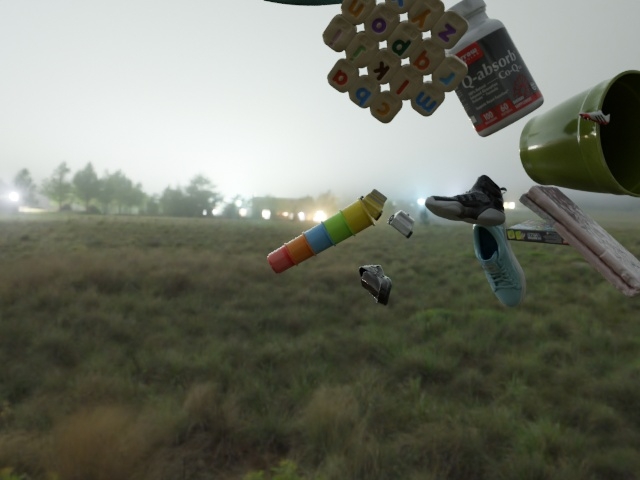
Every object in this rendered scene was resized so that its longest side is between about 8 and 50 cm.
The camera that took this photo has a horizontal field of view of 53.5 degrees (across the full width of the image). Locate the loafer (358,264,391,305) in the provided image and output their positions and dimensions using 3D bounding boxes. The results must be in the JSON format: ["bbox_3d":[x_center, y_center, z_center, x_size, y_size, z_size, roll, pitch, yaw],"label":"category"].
[{"bbox_3d":[0.161,0.136,1.946,0.078,0.080,0.220,8,15,-10],"label":"loafer"}]

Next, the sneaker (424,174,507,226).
[{"bbox_3d":[0.486,-0.144,2.110,0.268,0.153,0.101,12,-17,4],"label":"sneaker"}]

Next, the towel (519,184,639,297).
[{"bbox_3d":[0.612,-0.004,1.450,0.317,0.053,0.332,48,24,19],"label":"towel"}]

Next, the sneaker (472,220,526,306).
[{"bbox_3d":[0.603,0.081,2.214,0.135,0.366,0.150,-15,10,42],"label":"sneaker"}]

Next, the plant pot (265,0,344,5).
[{"bbox_3d":[-0.013,-0.590,1.354,0.234,0.166,0.165,-5,27,7],"label":"plant pot"}]

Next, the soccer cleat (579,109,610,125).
[{"bbox_3d":[0.740,-0.337,1.713,0.083,0.036,0.029,18,4,0],"label":"soccer cleat"}]

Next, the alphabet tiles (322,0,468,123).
[{"bbox_3d":[0.150,-0.380,1.287,0.284,0.278,0.021,34,38,-8],"label":"alphabet tiles"}]

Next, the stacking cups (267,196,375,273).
[{"bbox_3d":[0.000,0.000,1.805,0.316,0.096,0.096,-32,0,5],"label":"stacking cups"}]

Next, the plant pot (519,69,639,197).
[{"bbox_3d":[0.824,-0.304,1.968,0.366,0.367,0.353,0,-1,-30],"label":"plant pot"}]

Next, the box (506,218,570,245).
[{"bbox_3d":[0.633,-0.025,1.758,0.114,0.036,0.207,-17,14,-32],"label":"box"}]

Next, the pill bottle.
[{"bbox_3d":[0.468,-0.501,1.831,0.210,0.363,0.210,-30,3,2],"label":"pill bottle"}]

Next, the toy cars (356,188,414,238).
[{"bbox_3d":[0.259,-0.108,2.380,0.393,0.087,0.176,25,16,-47],"label":"toy cars"}]
